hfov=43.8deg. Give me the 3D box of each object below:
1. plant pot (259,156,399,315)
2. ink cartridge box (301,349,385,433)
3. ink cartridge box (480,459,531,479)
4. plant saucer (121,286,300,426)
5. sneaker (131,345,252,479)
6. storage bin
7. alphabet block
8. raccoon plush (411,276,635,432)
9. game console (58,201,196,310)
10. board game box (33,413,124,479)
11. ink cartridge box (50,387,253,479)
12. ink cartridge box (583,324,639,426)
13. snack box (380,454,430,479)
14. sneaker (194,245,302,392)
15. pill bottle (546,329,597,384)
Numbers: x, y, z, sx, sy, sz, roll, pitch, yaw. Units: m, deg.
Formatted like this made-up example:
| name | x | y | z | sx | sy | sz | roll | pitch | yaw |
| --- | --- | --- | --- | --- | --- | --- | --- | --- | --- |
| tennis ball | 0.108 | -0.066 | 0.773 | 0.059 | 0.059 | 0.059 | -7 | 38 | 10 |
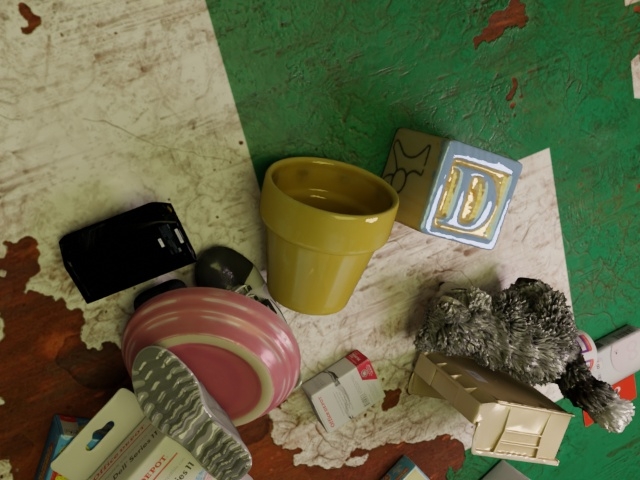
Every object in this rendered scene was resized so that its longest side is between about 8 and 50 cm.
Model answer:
| name | x | y | z | sx | sy | sz | roll | pitch | yaw |
| --- | --- | --- | --- | --- | --- | --- | --- | --- | --- |
| plant pot | 0.000 | 0.000 | 1.502 | 0.254 | 0.254 | 0.239 | -1 | 119 | -25 |
| ink cartridge box | 0.048 | 0.322 | 1.704 | 0.150 | 0.063 | 0.109 | -30 | 115 | -15 |
| ink cartridge box | 0.421 | 0.732 | 1.957 | 0.307 | 0.129 | 0.223 | -40 | 117 | -10 |
| plant saucer | -0.203 | 0.232 | 1.451 | 0.332 | 0.084 | 0.332 | 2 | 129 | 3 |
| sneaker | -0.232 | 0.299 | 1.390 | 0.105 | 0.115 | 0.281 | -35 | 102 | -7 |
| storage bin | 0.364 | 0.359 | 1.745 | 0.260 | 0.262 | 0.123 | 14 | 102 | -28 |
| alphabet block | 0.250 | -0.106 | 1.605 | 0.193 | 0.197 | 0.192 | 16 | 98 | -28 |
| raccoon plush | 0.414 | 0.230 | 1.663 | 0.299 | 0.446 | 0.216 | -7 | 121 | -37 |
| game console | -0.311 | 0.107 | 1.469 | 0.213 | 0.044 | 0.361 | -21 | 122 | -1 |
| board game box | -0.398 | 0.508 | 1.532 | 0.302 | 0.086 | 0.308 | 15 | 98 | -28 |
| ink cartridge box | -0.287 | 0.452 | 1.450 | 0.207 | 0.119 | 0.353 | -48 | 118 | -5 |
| ink cartridge box | 0.754 | 0.356 | 2.054 | 0.189 | 0.066 | 0.232 | -23 | 109 | -18 |
| snack box | 0.146 | 0.676 | 1.850 | 0.322 | 0.060 | 0.187 | -44 | 118 | -8 |
| sneaker | -0.120 | 0.156 | 1.535 | 0.122 | 0.146 | 0.330 | -36 | 115 | -11 |
| pill bottle | 0.553 | 0.284 | 1.907 | 0.193 | 0.108 | 0.108 | -11 | 108 | -22 |
